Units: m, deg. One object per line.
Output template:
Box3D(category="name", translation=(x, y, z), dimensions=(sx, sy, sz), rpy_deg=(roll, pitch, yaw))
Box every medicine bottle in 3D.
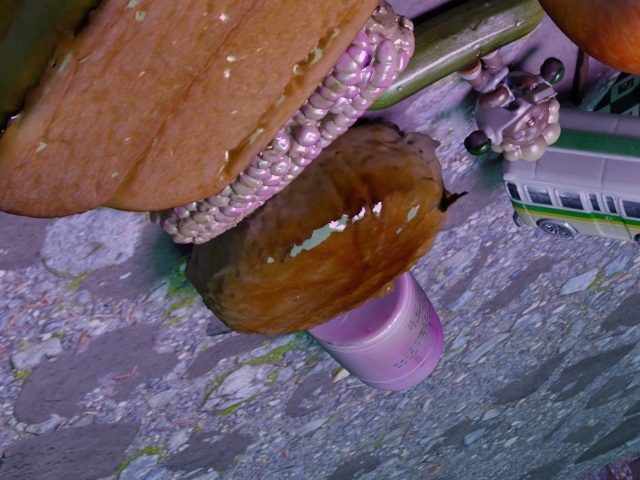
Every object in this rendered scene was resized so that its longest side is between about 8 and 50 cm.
Box3D(category="medicine bottle", translation=(0.069, 0.101, 1.813), dimensions=(0.152, 0.152, 0.254), rpy_deg=(-32, 155, 3))

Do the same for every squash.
Box3D(category="squash", translation=(0.126, -0.200, 1.419), dimensions=(0.229, 0.066, 0.066), rpy_deg=(-27, 155, -9))

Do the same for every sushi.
Box3D(category="sushi", translation=(0.483, -0.208, 1.815), dimensions=(0.231, 0.047, 0.219), rpy_deg=(-13, 150, -33))

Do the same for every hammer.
Box3D(category="hammer", translation=(0.316, -0.234, 1.615), dimensions=(0.058, 0.029, 0.292), rpy_deg=(-25, 157, -6))

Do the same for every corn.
Box3D(category="corn", translation=(-0.045, -0.114, 1.320), dimensions=(0.126, 0.126, 0.335), rpy_deg=(0, 142, -48))

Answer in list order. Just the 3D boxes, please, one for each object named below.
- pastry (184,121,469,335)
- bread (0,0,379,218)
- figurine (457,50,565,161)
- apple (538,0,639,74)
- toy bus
Box3D(category="pastry", translation=(0.000, 0.000, 1.566), dimensions=(0.329, 0.136, 0.329), rpy_deg=(-26, 156, -13))
Box3D(category="bread", translation=(-0.134, -0.170, 1.096), dimensions=(0.328, 0.148, 0.337), rpy_deg=(-5, 143, -50))
Box3D(category="figurine", translation=(0.215, -0.158, 1.559), dimensions=(0.147, 0.093, 0.197), rpy_deg=(-44, 153, 4))
Box3D(category="apple", translation=(0.329, -0.275, 1.297), dimensions=(0.241, 0.242, 0.242), rpy_deg=(-15, 152, -45))
Box3D(category="toy bus", translation=(0.364, -0.079, 1.667), dimensions=(0.165, 0.276, 0.133), rpy_deg=(45, 59, -55))
